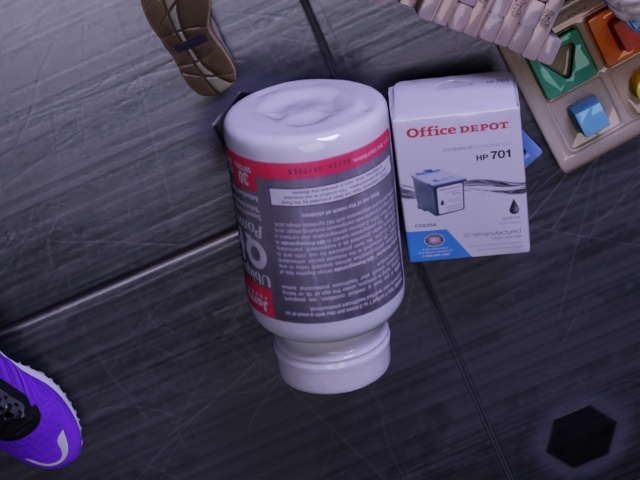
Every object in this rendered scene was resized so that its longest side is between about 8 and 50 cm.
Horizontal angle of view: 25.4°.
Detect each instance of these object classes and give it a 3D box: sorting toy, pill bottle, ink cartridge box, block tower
[{"bbox_3d":[0.317,-0.185,1.574,0.348,0.047,0.196,-29,117,6],"label":"sorting toy"},{"bbox_3d":[0.000,0.000,1.545,0.176,0.176,0.318,-9,117,-4],"label":"pill bottle"},{"bbox_3d":[0.154,-0.079,1.560,0.140,0.082,0.190,-6,126,7],"label":"ink cartridge box"},{"bbox_3d":[0.094,-0.286,1.452,0.336,0.091,0.097,19,113,-12],"label":"block tower"}]

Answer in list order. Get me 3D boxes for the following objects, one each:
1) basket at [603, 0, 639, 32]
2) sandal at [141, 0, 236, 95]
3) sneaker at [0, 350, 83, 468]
[{"bbox_3d":[0.319,-0.359,1.384,0.255,0.201,0.289,-29,148,5],"label":"basket"},{"bbox_3d":[-0.138,-0.231,1.487,0.072,0.049,0.180,-18,132,7],"label":"sandal"},{"bbox_3d":[-0.381,0.178,1.592,0.102,0.146,0.293,-35,116,9],"label":"sneaker"}]
